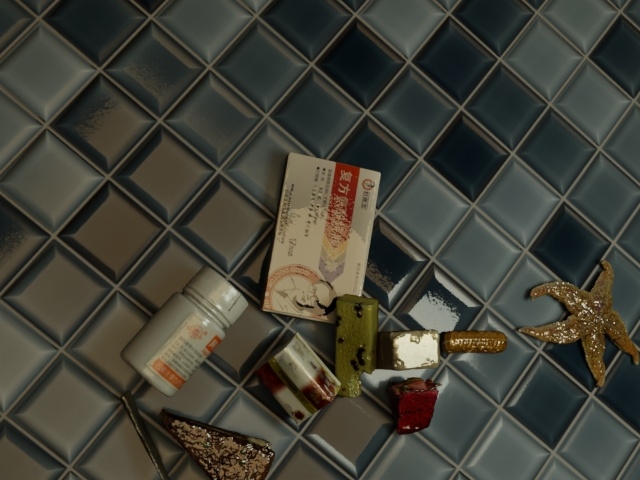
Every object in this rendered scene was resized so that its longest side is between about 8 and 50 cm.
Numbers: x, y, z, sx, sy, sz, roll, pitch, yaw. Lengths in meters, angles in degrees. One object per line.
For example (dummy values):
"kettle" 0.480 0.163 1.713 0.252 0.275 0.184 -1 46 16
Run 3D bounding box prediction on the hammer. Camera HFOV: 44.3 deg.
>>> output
"hammer" -0.330 0.438 1.578 0.027 0.125 0.297 -32 81 10

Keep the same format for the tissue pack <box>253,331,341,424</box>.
"tissue pack" -0.048 0.289 1.640 0.106 0.099 0.149 -40 92 18

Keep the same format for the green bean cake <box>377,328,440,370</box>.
"green bean cake" 0.176 0.232 1.672 0.109 0.179 0.085 -2 84 -13

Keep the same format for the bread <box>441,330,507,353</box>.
"bread" 0.349 0.230 1.781 0.157 0.044 0.052 1 85 -13

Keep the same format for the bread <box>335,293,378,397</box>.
"bread" 0.075 0.229 1.660 0.088 0.049 0.226 6 107 23

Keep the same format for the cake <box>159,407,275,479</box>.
"cake" -0.226 0.441 1.587 0.246 0.112 0.135 20 81 -10

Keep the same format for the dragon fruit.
"dragon fruit" 0.196 0.339 1.708 0.102 0.096 0.147 -1 125 -9

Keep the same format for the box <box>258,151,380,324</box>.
"box" 0.000 0.000 1.725 0.214 0.069 0.353 12 82 -11

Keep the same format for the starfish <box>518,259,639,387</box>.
"starfish" 0.630 0.201 1.843 0.299 0.060 0.302 -36 92 -17

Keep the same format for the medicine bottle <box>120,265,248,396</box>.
"medicine bottle" -0.274 0.181 1.596 0.144 0.144 0.252 40 77 -5
